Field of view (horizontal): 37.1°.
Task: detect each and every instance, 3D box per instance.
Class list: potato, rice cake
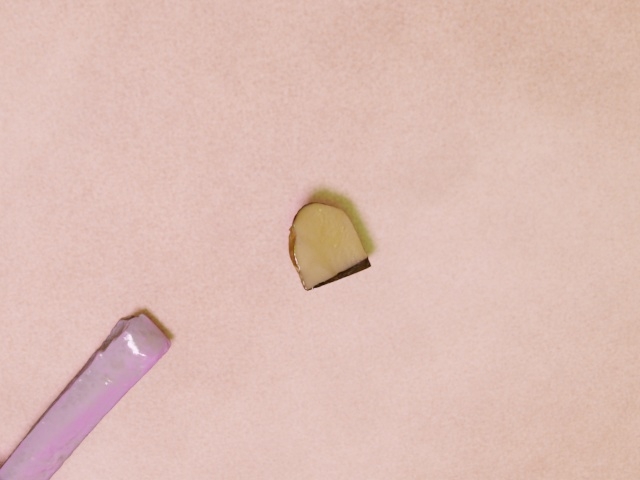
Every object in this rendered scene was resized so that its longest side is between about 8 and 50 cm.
[{"bbox_3d":[0.000,0.000,1.185,0.096,0.066,0.103,-19,100,-21],"label":"potato"},{"bbox_3d":[-0.333,0.239,1.256,0.073,0.056,0.365,40,102,-12],"label":"rice cake"}]
